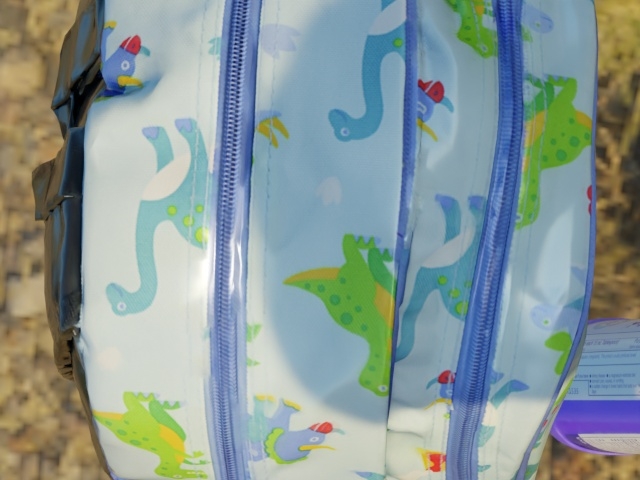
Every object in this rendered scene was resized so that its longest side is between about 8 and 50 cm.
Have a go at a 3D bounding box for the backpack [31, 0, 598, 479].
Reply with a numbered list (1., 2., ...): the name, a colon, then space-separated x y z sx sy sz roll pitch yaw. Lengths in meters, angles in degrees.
1. backpack: 0.000 0.000 0.785 0.273 0.355 0.290 3 70 20

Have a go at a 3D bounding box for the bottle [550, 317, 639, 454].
1. bottle: 0.246 0.089 1.189 0.283 0.118 0.092 167 103 -67
